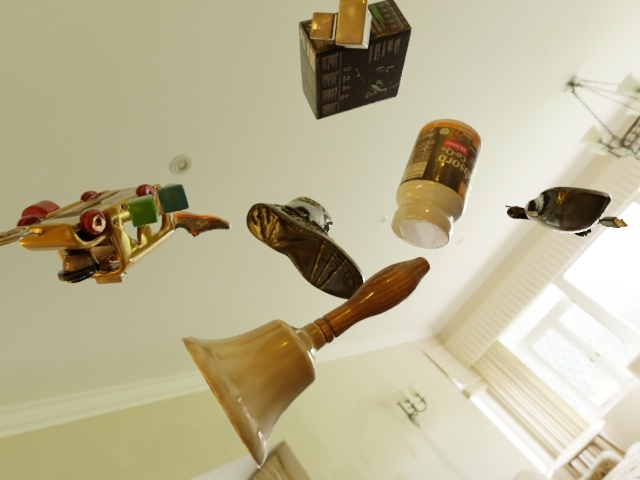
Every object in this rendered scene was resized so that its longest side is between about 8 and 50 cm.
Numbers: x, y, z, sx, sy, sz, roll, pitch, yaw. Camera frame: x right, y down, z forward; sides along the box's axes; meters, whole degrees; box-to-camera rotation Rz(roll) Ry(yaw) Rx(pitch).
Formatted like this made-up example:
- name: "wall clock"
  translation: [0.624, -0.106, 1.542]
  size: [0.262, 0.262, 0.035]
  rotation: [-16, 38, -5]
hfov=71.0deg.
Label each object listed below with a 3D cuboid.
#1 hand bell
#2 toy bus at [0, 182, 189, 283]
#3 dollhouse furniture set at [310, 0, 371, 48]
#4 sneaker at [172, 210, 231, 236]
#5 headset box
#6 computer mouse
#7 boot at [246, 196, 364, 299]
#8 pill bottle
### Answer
- name: "hand bell"
  translation: [0.010, 0.079, 0.422]
  size: [0.242, 0.126, 0.126]
  rotation: [-31, -32, -20]
- name: "toy bus"
  translation: [-0.265, 0.000, 0.542]
  size: [0.202, 0.191, 0.104]
  rotation: [-21, -67, -25]
- name: "dollhouse furniture set"
  translation: [-0.026, -0.342, 0.580]
  size: [0.101, 0.182, 0.160]
  rotation: [-25, -58, -71]
- name: "sneaker"
  translation: [-0.325, -0.036, 1.221]
  size: [0.158, 0.064, 0.061]
  rotation: [8, -15, -10]
- name: "headset box"
  translation: [0.098, -0.494, 1.234]
  size: [0.283, 0.131, 0.246]
  rotation: [-19, -24, -8]
- name: "computer mouse"
  translation: [0.438, -0.032, 0.765]
  size: [0.262, 0.184, 0.060]
  rotation: [30, -109, -85]
- name: "boot"
  translation: [0.000, -0.002, 0.819]
  size: [0.085, 0.236, 0.179]
  rotation: [-59, -12, 22]
- name: "pill bottle"
  translation: [0.267, -0.130, 1.037]
  size: [0.162, 0.162, 0.278]
  rotation: [69, -141, -58]
